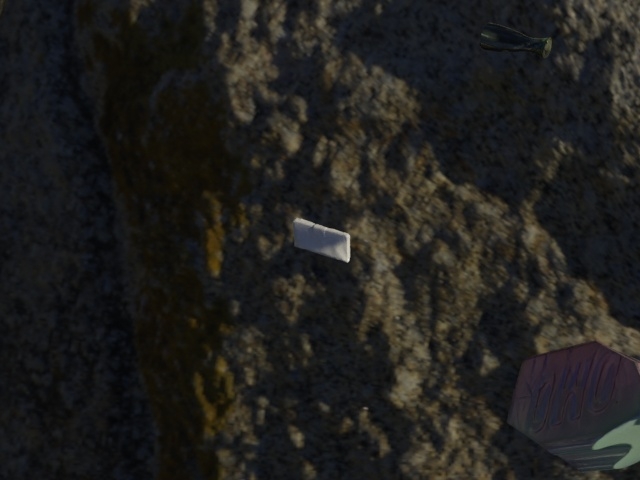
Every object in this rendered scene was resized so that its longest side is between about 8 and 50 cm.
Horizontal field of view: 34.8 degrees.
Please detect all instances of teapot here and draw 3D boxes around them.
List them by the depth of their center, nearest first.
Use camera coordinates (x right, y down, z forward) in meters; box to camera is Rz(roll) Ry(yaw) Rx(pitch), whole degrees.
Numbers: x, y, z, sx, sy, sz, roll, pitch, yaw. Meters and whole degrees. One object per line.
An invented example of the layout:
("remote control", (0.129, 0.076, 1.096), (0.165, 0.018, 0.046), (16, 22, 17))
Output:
("teapot", (0.297, -0.299, 1.546), (0.111, 0.043, 0.042), (21, 89, 34))

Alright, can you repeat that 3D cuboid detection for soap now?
("soap", (0.442, 0.264, 1.637), (0.324, 0.109, 0.192), (-27, 39, 58))

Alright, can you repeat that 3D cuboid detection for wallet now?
("wallet", (0.000, 0.000, 1.323), (0.083, 0.011, 0.044), (18, 127, 26))

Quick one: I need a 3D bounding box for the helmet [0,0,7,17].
("helmet", (-0.324, -0.165, 0.682), (0.253, 0.198, 0.154), (-41, 26, 14))
